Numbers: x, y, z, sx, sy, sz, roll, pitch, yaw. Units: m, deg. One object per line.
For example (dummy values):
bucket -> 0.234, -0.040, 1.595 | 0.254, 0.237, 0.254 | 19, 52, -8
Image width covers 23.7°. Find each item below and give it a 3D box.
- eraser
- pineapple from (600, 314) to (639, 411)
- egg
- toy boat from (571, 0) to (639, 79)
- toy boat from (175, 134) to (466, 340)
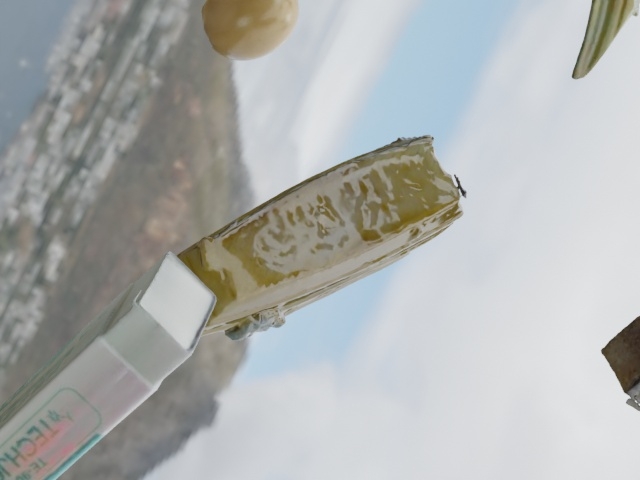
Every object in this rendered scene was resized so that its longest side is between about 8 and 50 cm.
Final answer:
eraser -> -0.166, 0.107, 0.980 | 0.225, 0.052, 0.095 | -41, -170, 18
pineapple -> 0.381, 0.118, 1.520 | 0.114, 0.186, 0.236 | -109, -177, -59
egg -> -0.063, -0.212, 1.443 | 0.096, 0.080, 0.080 | -8, -140, 26
toy boat -> 0.207, -0.208, 1.147 | 0.065, 0.066, 0.172 | -45, 135, -66
toy boat -> 0.000, 0.000, 1.206 | 0.310, 0.089, 0.115 | -28, 176, -36
